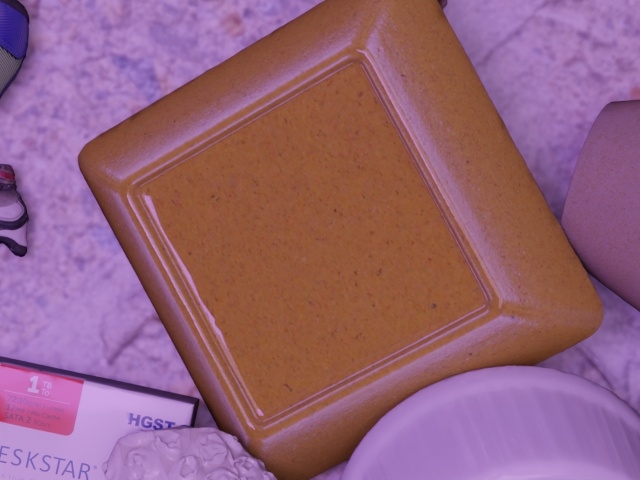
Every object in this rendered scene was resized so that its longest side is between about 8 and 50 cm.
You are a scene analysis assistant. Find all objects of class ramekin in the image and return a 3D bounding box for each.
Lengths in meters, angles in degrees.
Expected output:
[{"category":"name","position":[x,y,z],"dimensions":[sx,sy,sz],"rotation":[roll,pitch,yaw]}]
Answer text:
[{"category":"ramekin","position":[0.150,0.247,1.372],"dimensions":[0.277,0.135,0.277],"rotation":[-2,113,-5]}]

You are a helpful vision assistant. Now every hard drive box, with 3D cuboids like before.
[{"category":"hard drive box","position":[-0.209,0.222,1.443],"dimensions":[0.181,0.089,0.232],"rotation":[11,88,-1]}]

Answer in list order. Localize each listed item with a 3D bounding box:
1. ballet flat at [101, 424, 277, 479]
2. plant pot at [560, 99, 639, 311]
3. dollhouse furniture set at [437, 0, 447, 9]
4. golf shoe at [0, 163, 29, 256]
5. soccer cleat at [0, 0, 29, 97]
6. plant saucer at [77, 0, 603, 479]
[{"category":"ballet flat","position":[-0.028,0.319,1.356],"dimensions":[0.147,0.147,0.409],"rotation":[-27,96,-1]},{"category":"plant pot","position":[0.334,-0.009,1.394],"dimensions":[0.274,0.256,0.256],"rotation":[19,88,17]},{"category":"dollhouse furniture set","position":[0.123,-0.270,1.476],"dimensions":[0.058,0.076,0.152],"rotation":[41,86,14]},{"category":"golf shoe","position":[-0.329,0.000,1.461],"dimensions":[0.186,0.067,0.086],"rotation":[-17,90,-1]},{"category":"soccer cleat","position":[-0.379,-0.181,1.443],"dimensions":[0.289,0.093,0.121],"rotation":[14,75,-6]},{"category":"plant saucer","position":[0.000,0.000,1.408],"dimensions":[0.332,0.081,0.333],"rotation":[-29,88,17]}]
